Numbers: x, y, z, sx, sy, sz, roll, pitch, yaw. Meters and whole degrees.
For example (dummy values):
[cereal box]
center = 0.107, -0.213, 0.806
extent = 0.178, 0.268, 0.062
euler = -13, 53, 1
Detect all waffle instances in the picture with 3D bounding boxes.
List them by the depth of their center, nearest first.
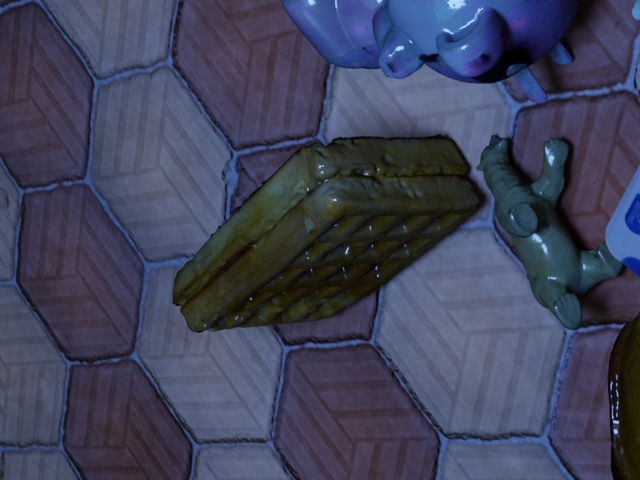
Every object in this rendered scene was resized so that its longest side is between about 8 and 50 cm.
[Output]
[waffle]
center = 0.000, 0.000, 2.107
extent = 0.327, 0.224, 0.098
euler = -42, 59, 44

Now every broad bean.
[broad bean]
center = 0.348, 0.171, 1.895
extent = 0.122, 0.156, 0.228
euler = 2, 115, 9

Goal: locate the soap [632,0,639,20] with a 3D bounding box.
[soap]
center = 0.396, -0.216, 1.717
extent = 0.198, 0.114, 0.063
euler = 21, 118, 36

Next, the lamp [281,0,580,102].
[lamp]
center = 0.134, -0.240, 1.915
extent = 0.301, 0.247, 0.247
euler = 0, 136, 51

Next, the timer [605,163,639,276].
[timer]
center = 0.393, -0.043, 1.811
extent = 0.178, 0.078, 0.253
euler = 42, 132, 21

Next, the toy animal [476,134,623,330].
[toy animal]
center = 0.229, -0.014, 1.983
extent = 0.219, 0.103, 0.101
euler = 62, 160, 1
